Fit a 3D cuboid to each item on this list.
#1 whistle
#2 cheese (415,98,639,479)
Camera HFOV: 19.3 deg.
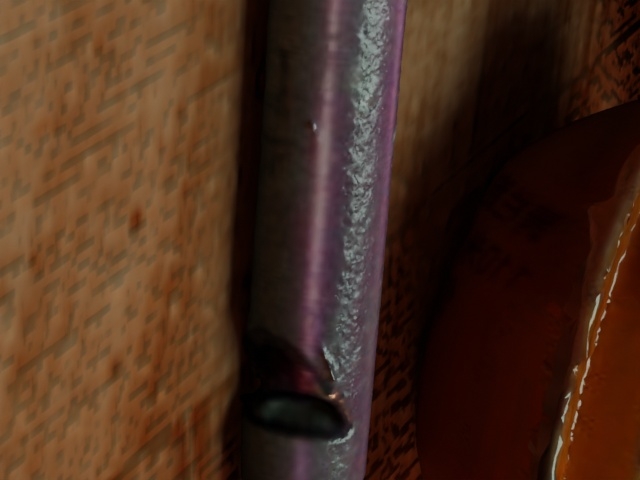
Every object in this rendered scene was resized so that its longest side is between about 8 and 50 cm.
[{"bbox_3d":[0.000,0.000,0.441,0.033,0.033,0.177,-32,130,-58],"label":"whistle"},{"bbox_3d":[0.098,0.088,0.585,0.217,0.129,0.329,-9,111,-63],"label":"cheese"}]
